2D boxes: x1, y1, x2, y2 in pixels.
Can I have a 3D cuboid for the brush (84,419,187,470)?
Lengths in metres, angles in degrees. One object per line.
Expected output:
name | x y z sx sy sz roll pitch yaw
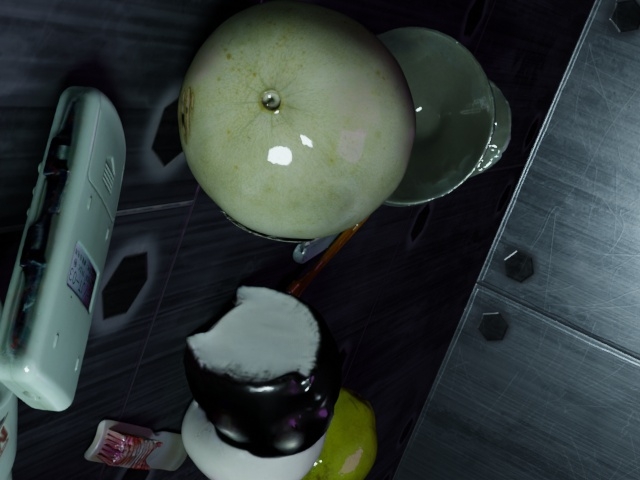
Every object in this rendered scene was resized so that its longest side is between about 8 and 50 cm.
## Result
brush | -0.244 0.303 1.541 0.060 0.050 0.321 -66 162 -7

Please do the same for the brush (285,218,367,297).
brush | -0.001 0.041 1.842 0.314 0.017 0.090 -47 166 -26

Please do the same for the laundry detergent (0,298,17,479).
laundry detergent | -0.352 0.154 0.943 0.398 0.124 0.264 81 33 -61

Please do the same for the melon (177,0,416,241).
melon | -0.025 -0.131 1.221 0.268 0.268 0.330 -65 173 2

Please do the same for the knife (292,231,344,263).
knife | 0.000 0.000 1.831 0.162 0.023 0.044 -32 144 -57

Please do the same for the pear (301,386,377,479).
pear | -0.008 0.398 2.045 0.269 0.212 0.212 -52 160 -8

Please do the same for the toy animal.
toy animal | -0.088 0.253 1.624 0.251 0.251 0.310 -48 149 -39

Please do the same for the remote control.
remote control | -0.239 0.002 1.003 0.140 0.056 0.296 87 10 -67

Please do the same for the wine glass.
wine glass | 0.181 -0.197 1.750 0.267 0.267 0.406 -68 166 11
